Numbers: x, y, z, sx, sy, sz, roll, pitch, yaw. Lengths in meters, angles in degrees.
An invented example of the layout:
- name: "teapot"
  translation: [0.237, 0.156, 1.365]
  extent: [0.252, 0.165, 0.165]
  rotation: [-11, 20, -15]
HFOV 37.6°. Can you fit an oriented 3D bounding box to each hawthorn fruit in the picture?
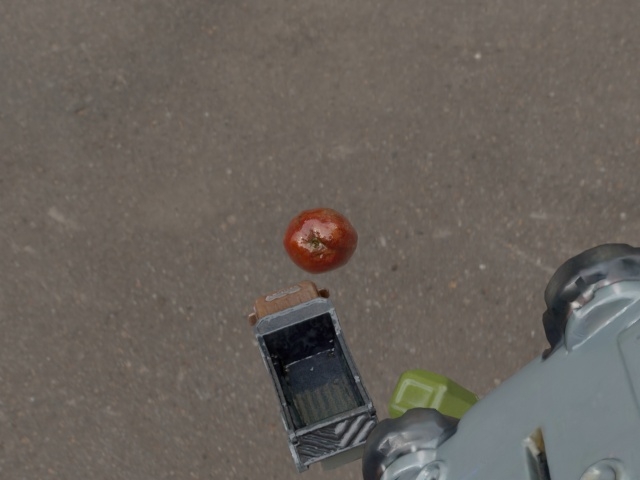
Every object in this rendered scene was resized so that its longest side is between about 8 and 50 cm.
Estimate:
- name: "hawthorn fruit"
  translation: [0.000, 0.000, 1.546]
  extent: [0.128, 0.128, 0.128]
  rotation: [-3, 57, 5]

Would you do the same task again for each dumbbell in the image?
- name: "dumbbell"
  translation: [0.090, 0.303, 1.103]
  extent: [0.121, 0.108, 0.302]
  rotation: [11, 68, 40]

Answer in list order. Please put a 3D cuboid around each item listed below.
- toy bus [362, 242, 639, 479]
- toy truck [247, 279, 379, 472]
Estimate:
- name: "toy bus"
  translation: [0.150, 0.159, 0.409]
  extent: [0.232, 0.288, 0.194]
  rotation: [39, 25, -13]
- name: "toy truck"
  translation: [-0.007, 0.121, 0.849]
  extent: [0.083, 0.092, 0.192]
  rotation: [-20, 41, -4]
